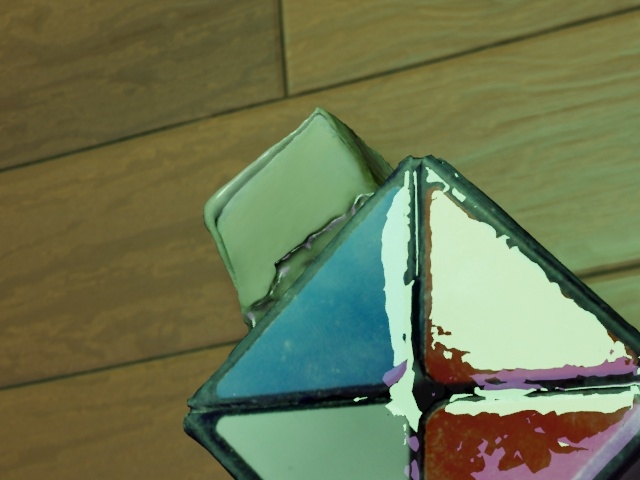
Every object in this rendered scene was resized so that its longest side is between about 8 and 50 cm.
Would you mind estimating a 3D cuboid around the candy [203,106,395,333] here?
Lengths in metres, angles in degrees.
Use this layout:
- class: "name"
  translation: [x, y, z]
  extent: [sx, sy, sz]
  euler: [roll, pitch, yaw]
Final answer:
- class: "candy"
  translation: [0.000, 0.000, 1.387]
  extent: [0.185, 0.137, 0.195]
  euler: [-40, 40, 8]

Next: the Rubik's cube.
- class: "Rubik's cube"
  translation: [0.133, 0.158, 1.210]
  extent: [0.305, 0.310, 0.307]
  euler: [-48, 61, 1]
